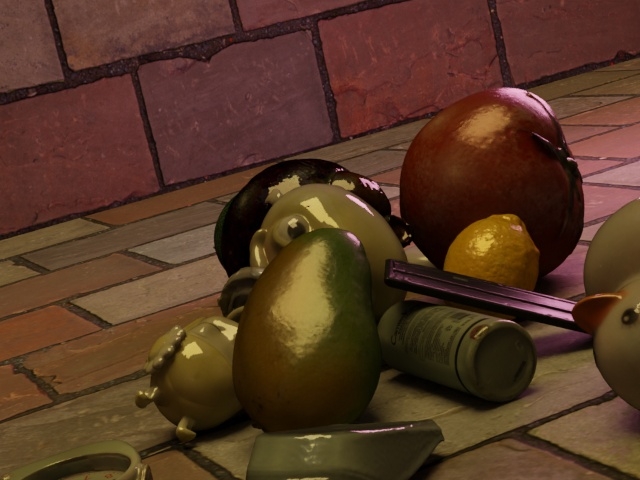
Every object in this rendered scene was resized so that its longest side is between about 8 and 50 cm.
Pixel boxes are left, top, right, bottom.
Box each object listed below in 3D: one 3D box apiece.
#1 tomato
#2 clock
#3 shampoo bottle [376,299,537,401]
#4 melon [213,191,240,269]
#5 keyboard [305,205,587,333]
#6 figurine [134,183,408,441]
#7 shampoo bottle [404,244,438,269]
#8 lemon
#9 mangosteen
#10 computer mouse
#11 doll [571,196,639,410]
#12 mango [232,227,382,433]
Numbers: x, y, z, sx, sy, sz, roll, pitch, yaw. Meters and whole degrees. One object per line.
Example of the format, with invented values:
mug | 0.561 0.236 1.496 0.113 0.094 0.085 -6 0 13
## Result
tomato | 0.225 -0.064 1.883 0.264 0.265 0.265 -13 11 2
clock | -0.230 0.251 1.334 0.151 0.062 0.191 -17 12 -22
shampoo bottle | 0.132 0.114 1.545 0.085 0.085 0.262 -18 11 -23
melon | -0.047 -0.009 2.141 0.287 0.182 0.182 -9 11 27
keyboard | 0.154 0.048 1.583 0.381 0.041 0.103 20 14 -1
figurine | -0.070 0.108 1.665 0.394 0.226 0.274 -42 -8 -41
shampoo bottle | 0.168 0.027 2.036 0.220 0.051 0.108 -16 14 -19
lemon | 0.207 0.036 1.713 0.114 0.155 0.114 21 -16 7
mangosteen | 0.000 0.000 1.892 0.231 0.231 0.289 -20 10 -32
computer mouse | 0.021 0.201 1.270 0.127 0.079 0.231 -3 -1 31
doll | 0.351 0.071 1.313 0.251 0.221 0.221 13 6 -12
mango | -0.013 0.094 1.487 0.156 0.251 0.114 -8 -30 19
